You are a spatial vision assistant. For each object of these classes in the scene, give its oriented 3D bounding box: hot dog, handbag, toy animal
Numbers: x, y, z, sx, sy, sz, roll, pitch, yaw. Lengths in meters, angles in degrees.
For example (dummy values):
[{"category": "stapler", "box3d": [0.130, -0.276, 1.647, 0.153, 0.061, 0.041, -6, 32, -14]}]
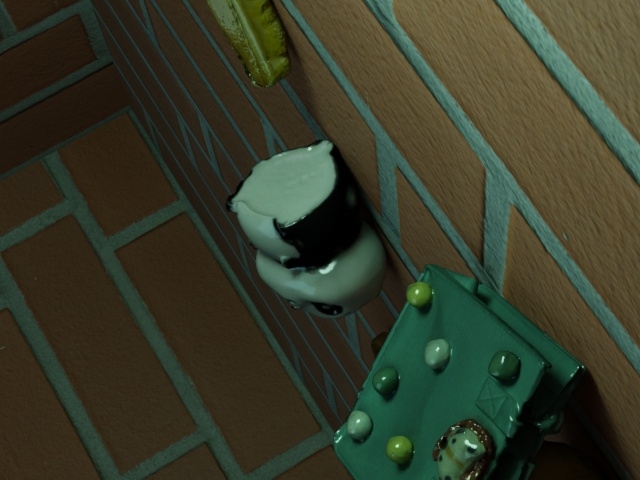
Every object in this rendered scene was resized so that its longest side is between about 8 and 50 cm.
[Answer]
[{"category": "hot dog", "box3d": [-0.111, -0.333, 1.920, 0.083, 0.068, 0.289, -1, 116, 54]}, {"category": "handbag", "box3d": [0.129, 0.179, 1.595, 0.100, 0.268, 0.274, 21, -165, -27]}, {"category": "toy animal", "box3d": [-0.007, 0.002, 2.069, 0.187, 0.165, 0.235, 25, 145, 45]}]

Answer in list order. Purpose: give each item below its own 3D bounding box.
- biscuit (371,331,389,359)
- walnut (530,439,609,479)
[{"category": "biscuit", "box3d": [0.145, 0.249, 2.413, 0.202, 0.044, 0.288, 58, 172, 20]}, {"category": "walnut", "box3d": [0.240, 0.321, 1.645, 0.195, 0.195, 0.221, 56, 169, 28]}]
